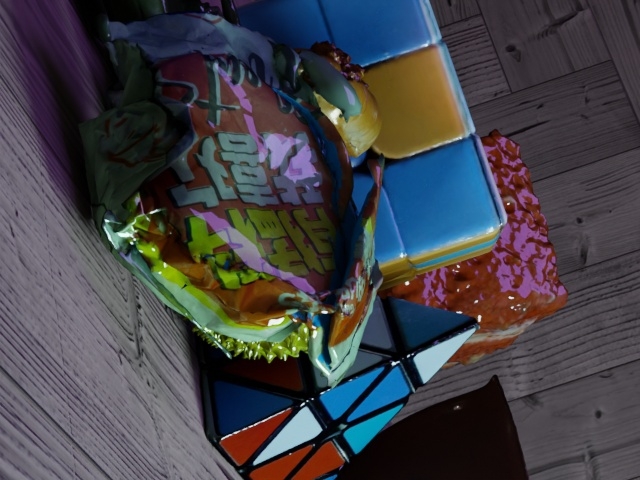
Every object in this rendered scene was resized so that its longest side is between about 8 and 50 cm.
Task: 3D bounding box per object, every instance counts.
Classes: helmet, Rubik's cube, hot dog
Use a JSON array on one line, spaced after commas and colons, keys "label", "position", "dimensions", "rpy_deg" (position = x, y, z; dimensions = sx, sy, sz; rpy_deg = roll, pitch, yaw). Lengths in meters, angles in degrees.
[{"label": "helmet", "position": [0.110, 0.333, 1.630], "dimensions": [0.337, 0.230, 0.385], "rpy_deg": [-102, -179, -46]}, {"label": "Rubik's cube", "position": [-0.053, 0.165, 1.428], "dimensions": [0.234, 0.284, 0.250], "rpy_deg": [-30, 136, -67]}, {"label": "Rubik's cube", "position": [0.008, -0.090, 1.696], "dimensions": [0.291, 0.292, 0.290], "rpy_deg": [44, 27, -83]}, {"label": "hot dog", "position": [0.003, -0.127, 1.428], "dimensions": [0.249, 0.102, 0.076], "rpy_deg": [41, 71, -81]}]

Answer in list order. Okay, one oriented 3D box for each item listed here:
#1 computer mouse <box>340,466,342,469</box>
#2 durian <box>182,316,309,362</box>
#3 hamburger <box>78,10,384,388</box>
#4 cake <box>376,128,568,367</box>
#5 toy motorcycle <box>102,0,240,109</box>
[{"label": "computer mouse", "position": [0.061, 0.309, 2.031], "dimensions": [0.159, 0.097, 0.288], "rpy_deg": [-99, 171, -55]}, {"label": "durian", "position": [-0.049, 0.011, 1.386], "dimensions": [0.146, 0.159, 0.198], "rpy_deg": [46, 28, -51]}, {"label": "hamburger", "position": [-0.076, -0.031, 1.213], "dimensions": [0.260, 0.150, 0.276], "rpy_deg": [17, 50, -34]}, {"label": "cake", "position": [0.129, 0.040, 2.244], "dimensions": [0.319, 0.269, 0.270], "rpy_deg": [-41, -119, 55]}, {"label": "toy motorcycle", "position": [-0.141, -0.214, 1.436], "dimensions": [0.275, 0.127, 0.205], "rpy_deg": [-107, 180, -72]}]
